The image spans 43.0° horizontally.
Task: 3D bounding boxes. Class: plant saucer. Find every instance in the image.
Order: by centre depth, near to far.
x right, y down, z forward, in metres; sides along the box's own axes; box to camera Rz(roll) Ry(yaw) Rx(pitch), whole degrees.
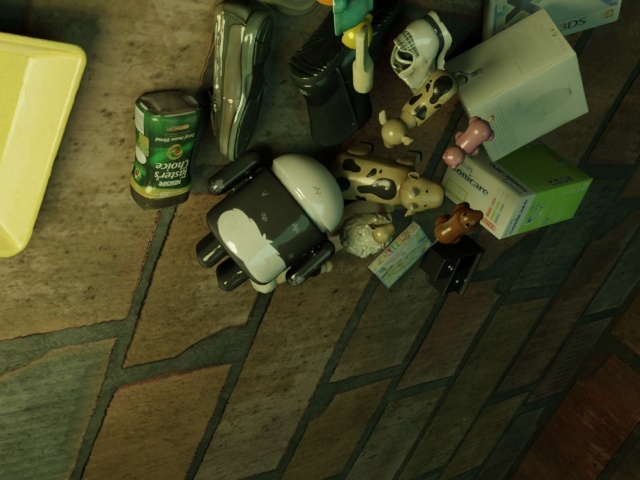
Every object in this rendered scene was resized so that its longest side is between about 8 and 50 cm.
[{"bbox_3d":[-0.498,-0.131,1.009,0.333,0.081,0.332,-1,127,-46],"label":"plant saucer"}]

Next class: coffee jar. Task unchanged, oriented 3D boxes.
[{"bbox_3d":[-0.244,-0.136,1.268,0.096,0.079,0.184,-17,137,-35],"label":"coffee jar"}]

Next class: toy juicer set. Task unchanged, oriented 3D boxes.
[{"bbox_3d":[0.033,-0.341,1.191,0.090,0.329,0.209,0,148,3],"label":"toy juicer set"}]

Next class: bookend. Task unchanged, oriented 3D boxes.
[{"bbox_3d":[0.319,0.077,2.079,0.157,0.072,0.156,-11,133,-39],"label":"bookend"}]

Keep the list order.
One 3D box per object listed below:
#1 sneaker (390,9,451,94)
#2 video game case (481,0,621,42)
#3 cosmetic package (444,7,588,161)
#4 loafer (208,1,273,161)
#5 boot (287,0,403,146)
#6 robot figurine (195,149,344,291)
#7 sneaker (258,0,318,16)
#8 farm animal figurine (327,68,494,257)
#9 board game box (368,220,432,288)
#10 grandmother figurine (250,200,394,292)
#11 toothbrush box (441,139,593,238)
[{"bbox_3d":[0.171,-0.325,1.482,0.095,0.090,0.235,-34,161,-8],"label":"sneaker"},{"bbox_3d":[0.458,-0.526,1.558,0.300,0.036,0.329,-17,140,-7],"label":"video game case"},{"bbox_3d":[0.398,-0.309,1.650,0.225,0.138,0.224,-29,149,10],"label":"cosmetic package"},{"bbox_3d":[-0.137,-0.251,1.283,0.096,0.084,0.267,-55,166,-49],"label":"loafer"},{"bbox_3d":[0.056,-0.298,1.406,0.246,0.094,0.207,-47,153,-12],"label":"boot"},{"bbox_3d":[-0.090,-0.033,1.447,0.278,0.173,0.209,-39,146,0],"label":"robot figurine"},{"bbox_3d":[-0.072,-0.408,1.130,0.111,0.121,0.300,-46,146,1],"label":"sneaker"},{"bbox_3d":[0.152,-0.129,1.474,0.172,0.327,0.330,-39,120,-60],"label":"farm animal figurine"},{"bbox_3d":[0.193,0.036,1.945,0.154,0.026,0.103,-45,146,-1],"label":"board game box"},{"bbox_3d":[0.000,0.000,1.647,0.342,0.104,0.207,-29,128,-26],"label":"grandmother figurine"},{"bbox_3d":[0.454,-0.132,1.888,0.283,0.206,0.122,-13,135,-39],"label":"toothbrush box"}]
